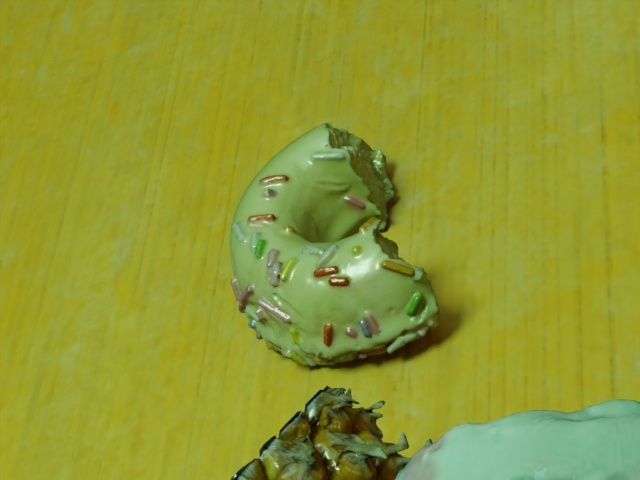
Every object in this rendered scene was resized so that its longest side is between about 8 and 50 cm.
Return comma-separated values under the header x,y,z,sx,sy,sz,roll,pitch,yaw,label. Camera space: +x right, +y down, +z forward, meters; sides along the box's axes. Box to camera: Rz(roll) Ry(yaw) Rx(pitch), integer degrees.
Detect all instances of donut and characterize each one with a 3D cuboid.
x,y,z,sx,sy,sz,roll,pitch,yaw,label
-0.003,0.004,1.055,0.108,0.065,0.166,-25,39,6,donut

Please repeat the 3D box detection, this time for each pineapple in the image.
x,y,z,sx,sy,sz,roll,pitch,yaw,label
0.000,0.166,0.852,0.137,0.161,0.176,44,78,5,pineapple

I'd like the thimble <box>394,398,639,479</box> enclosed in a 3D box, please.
x,y,z,sx,sy,sz,roll,pitch,yaw,label
0.100,0.168,0.713,0.211,0.185,0.149,3,45,5,thimble
